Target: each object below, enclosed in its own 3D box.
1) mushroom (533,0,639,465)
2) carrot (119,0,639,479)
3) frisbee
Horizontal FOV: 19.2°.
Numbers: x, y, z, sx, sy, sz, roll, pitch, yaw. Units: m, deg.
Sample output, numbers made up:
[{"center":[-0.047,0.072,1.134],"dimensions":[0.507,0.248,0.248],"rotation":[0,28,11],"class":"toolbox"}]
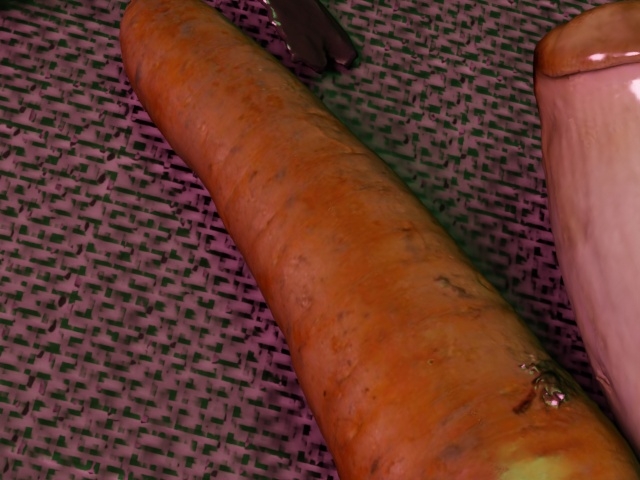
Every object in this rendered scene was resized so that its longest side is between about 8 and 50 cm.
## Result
[{"center":[0.138,0.071,0.524],"dimensions":[0.107,0.087,0.333],"rotation":[21,42,-48],"class":"mushroom"},{"center":[0.000,0.000,0.570],"dimensions":[0.078,0.078,0.298],"rotation":[-17,52,-26],"class":"carrot"},{"center":[-0.048,-0.134,0.662],"dimensions":[0.187,0.012,0.211],"rotation":[50,25,1],"class":"frisbee"}]
